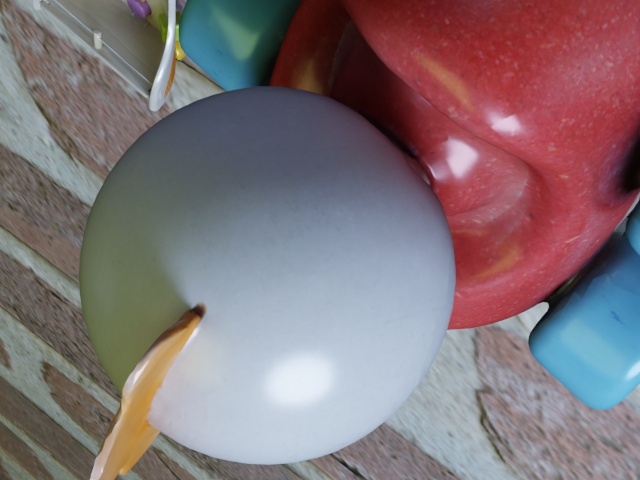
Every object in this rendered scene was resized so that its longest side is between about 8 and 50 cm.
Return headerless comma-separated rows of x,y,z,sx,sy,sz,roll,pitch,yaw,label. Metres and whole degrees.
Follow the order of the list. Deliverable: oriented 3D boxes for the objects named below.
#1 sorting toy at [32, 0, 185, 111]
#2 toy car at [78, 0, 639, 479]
-0.090,-0.117,0.697,0.083,0.045,0.075,41,150,12,sorting toy
0.000,0.000,0.480,0.219,0.238,0.210,42,157,9,toy car
